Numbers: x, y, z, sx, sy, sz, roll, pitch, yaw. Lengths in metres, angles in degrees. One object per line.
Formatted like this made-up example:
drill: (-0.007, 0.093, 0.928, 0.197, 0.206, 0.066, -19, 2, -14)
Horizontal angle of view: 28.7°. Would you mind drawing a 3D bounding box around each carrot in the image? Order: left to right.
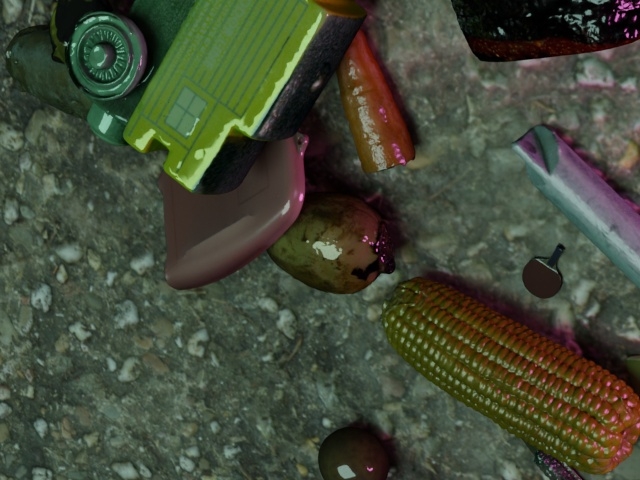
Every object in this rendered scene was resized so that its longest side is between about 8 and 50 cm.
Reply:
carrot: (0.055, -0.186, 1.513, 0.072, 0.072, 0.205, -10, 103, 39)

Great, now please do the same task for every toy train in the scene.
toy train: (-0.101, -0.262, 1.449, 0.272, 0.179, 0.442, 37, 110, 12)

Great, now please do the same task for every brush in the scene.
brush: (0.272, 0.261, 1.630, 0.190, 0.027, 0.034, 50, 131, 3)

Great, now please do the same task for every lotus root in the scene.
lotus root: (0.000, 0.000, 1.613, 0.214, 0.138, 0.138, 14, 123, 35)

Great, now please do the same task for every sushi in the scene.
sushi: (0.236, -0.259, 1.286, 0.225, 0.136, 0.126, 2, 114, 43)

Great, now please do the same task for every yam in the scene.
yam: (-0.305, -0.222, 1.716, 0.330, 0.133, 0.133, 20, 126, 32)

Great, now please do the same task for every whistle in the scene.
whistle: (0.335, -0.009, 1.405, 0.312, 0.062, 0.062, 45, 133, 6)

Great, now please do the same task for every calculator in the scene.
calculator: (-0.122, -0.069, 1.643, 0.329, 0.048, 0.220, -31, 57, 44)

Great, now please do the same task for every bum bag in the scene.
bum bag: (-0.323, -0.338, 1.650, 0.106, 0.060, 0.233, -15, 79, 26)

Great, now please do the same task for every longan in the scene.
longan: (0.048, 0.317, 1.787, 0.106, 0.106, 0.119, 36, 173, 15)

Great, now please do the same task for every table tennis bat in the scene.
table tennis bat: (0.273, 0.037, 1.513, 0.050, 0.007, 0.083, 37, 133, 14)

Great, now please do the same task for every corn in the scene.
corn: (0.227, 0.161, 1.534, 0.344, 0.131, 0.131, 29, 129, 26)

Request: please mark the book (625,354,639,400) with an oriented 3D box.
book: (0.505, 0.294, 1.474, 0.239, 0.035, 0.352, -3, 113, 41)
